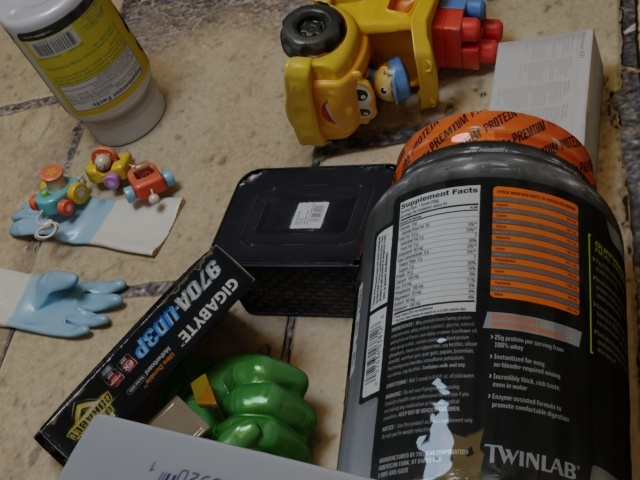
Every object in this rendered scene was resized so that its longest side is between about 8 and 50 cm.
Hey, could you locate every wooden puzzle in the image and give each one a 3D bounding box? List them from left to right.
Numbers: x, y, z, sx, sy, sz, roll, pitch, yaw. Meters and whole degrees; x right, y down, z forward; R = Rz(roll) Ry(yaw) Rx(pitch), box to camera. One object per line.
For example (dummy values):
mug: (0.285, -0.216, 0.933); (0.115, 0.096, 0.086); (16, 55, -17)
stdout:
wooden puzzle: (-0.126, 0.164, 0.965); (0.116, 0.014, 0.078); (-39, 31, -7)

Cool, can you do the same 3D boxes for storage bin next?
storage bin: (0.000, 0.000, 1.125); (0.180, 0.084, 0.122); (-1, 51, 28)

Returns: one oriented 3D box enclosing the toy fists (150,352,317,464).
toy fists: (-0.105, 0.212, 0.981); (0.142, 0.096, 0.279); (10, 55, 33)

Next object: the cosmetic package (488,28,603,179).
cosmetic package: (0.211, -0.093, 1.117); (0.099, 0.060, 0.239); (-6, 49, 25)

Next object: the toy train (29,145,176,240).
toy train: (-0.252, -0.065, 1.317); (0.166, 0.046, 0.125); (-22, 34, -6)

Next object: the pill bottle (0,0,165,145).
pill bottle: (-0.270, -0.214, 1.366); (0.119, 0.208, 0.119); (-14, 47, 16)

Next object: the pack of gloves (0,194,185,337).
pack of gloves: (-0.289, 0.010, 1.292); (0.232, 0.046, 0.195); (4, 54, 30)

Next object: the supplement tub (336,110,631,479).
supplement tub: (0.124, 0.083, 0.879); (0.207, 0.207, 0.338); (-7, 54, 22)

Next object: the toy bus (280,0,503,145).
toy bus: (0.079, -0.204, 1.244); (0.211, 0.149, 0.220); (10, 57, 15)

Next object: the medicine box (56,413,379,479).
medicine box: (-0.011, 0.262, 0.746); (0.263, 0.289, 0.149); (6, 54, 32)

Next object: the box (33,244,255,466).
box: (-0.164, 0.109, 1.062); (0.220, 0.051, 0.175); (-48, 5, -19)
